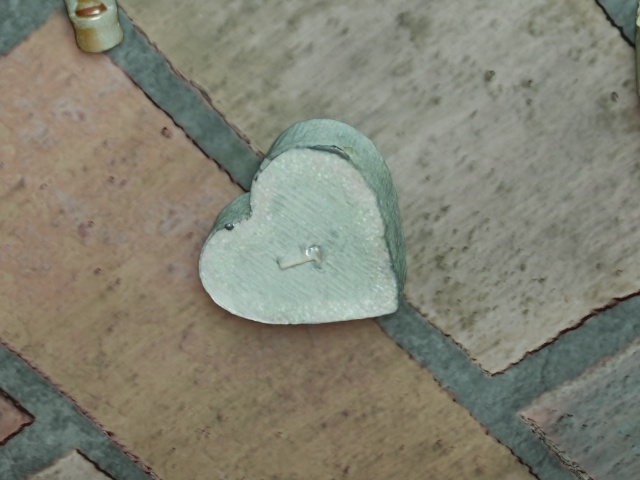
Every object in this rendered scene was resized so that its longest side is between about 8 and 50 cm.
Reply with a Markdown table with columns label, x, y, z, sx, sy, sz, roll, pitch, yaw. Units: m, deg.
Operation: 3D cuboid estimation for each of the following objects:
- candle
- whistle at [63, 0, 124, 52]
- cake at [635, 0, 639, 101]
| label | x | y | z | sx | sy | sz | roll | pitch | yaw |
| --- | --- | --- | --- | --- | --- | --- | --- | --- | --- |
| candle | 0.000 | 0.000 | 1.221 | 0.168 | 0.068 | 0.192 | 34 | 123 | -11 |
| whistle | -0.187 | -0.241 | 1.095 | 0.107 | 0.057 | 0.220 | -12 | 127 | -1 |
| cake | 0.340 | -0.149 | 1.098 | 0.225 | 0.090 | 0.109 | -10 | 121 | -8 |
